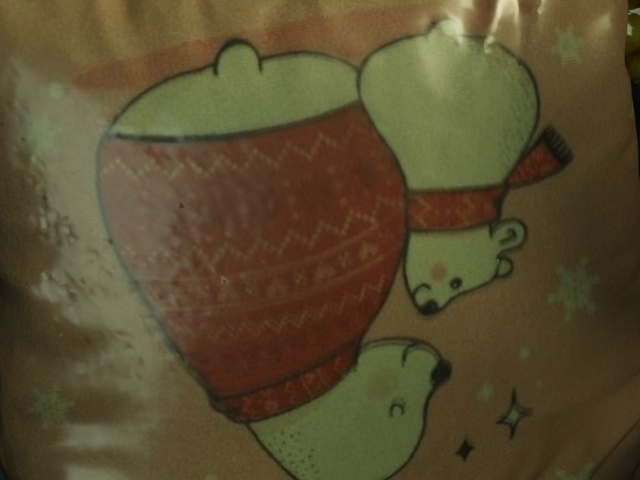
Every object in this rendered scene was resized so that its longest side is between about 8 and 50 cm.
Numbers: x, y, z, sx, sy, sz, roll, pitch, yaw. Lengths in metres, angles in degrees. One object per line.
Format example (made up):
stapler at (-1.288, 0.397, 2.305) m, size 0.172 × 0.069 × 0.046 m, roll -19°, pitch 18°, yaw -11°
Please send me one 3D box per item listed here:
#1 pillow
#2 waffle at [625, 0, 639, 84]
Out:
pillow at (0.000, 0.000, 0.458) m, size 0.236 × 0.084 × 0.223 m, roll -13°, pitch 100°, yaw -14°
waffle at (0.122, -0.142, 0.486) m, size 0.191 × 0.038 × 0.191 m, roll 2°, pitch 97°, yaw 13°
